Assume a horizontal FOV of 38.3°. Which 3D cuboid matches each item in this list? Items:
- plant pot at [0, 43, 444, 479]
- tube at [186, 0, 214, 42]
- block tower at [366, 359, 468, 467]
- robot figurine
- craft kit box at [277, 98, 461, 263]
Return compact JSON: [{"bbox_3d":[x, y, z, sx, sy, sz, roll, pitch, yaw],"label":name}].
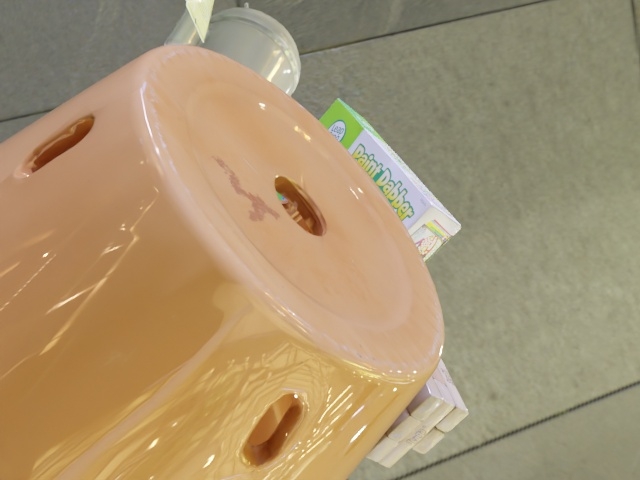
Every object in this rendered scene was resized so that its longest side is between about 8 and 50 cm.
[{"bbox_3d":[-0.075,0.042,0.473,0.203,0.291,0.291,-40,112,23],"label":"plant pot"},{"bbox_3d":[-0.185,-0.438,1.450,0.070,0.062,0.240,20,61,-34],"label":"tube"},{"bbox_3d":[-0.026,0.085,0.767,0.335,0.097,0.091,32,110,-32],"label":"block tower"},{"bbox_3d":[-0.157,-0.263,1.582,0.300,0.199,0.353,60,41,-36],"label":"robot figurine"},{"bbox_3d":[0.000,0.000,0.998,0.246,0.250,0.061,-46,128,10],"label":"craft kit box"}]
